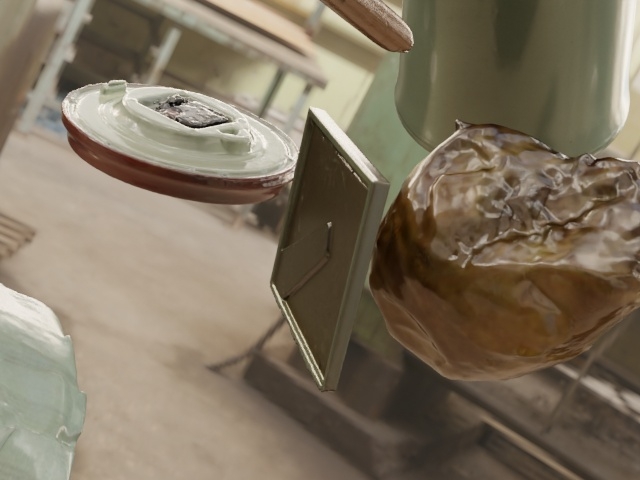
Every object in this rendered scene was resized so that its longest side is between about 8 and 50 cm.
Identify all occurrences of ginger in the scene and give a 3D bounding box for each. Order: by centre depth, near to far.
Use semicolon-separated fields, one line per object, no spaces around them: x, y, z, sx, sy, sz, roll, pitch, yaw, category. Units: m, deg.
0.179;0.031;1.238;0.269;0.223;0.200;22;54;19;ginger

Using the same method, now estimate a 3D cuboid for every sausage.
0.027;-0.141;0.807;0.026;0.026;0.116;36;6;30;sausage

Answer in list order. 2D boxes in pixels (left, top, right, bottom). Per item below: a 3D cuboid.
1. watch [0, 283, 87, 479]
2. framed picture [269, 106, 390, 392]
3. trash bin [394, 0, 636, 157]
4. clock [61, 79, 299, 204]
-0.246;0.144;0.880;0.162;0.241;0.253;29;-22;-29;watch
0.001;0.000;1.191;0.018;0.192;0.265;10;17;-15;framed picture
0.222;-0.278;1.481;0.280;0.432;0.280;-2;46;2;trash bin
-0.178;-0.141;1.718;0.318;0.080;0.318;14;20;-5;clock
